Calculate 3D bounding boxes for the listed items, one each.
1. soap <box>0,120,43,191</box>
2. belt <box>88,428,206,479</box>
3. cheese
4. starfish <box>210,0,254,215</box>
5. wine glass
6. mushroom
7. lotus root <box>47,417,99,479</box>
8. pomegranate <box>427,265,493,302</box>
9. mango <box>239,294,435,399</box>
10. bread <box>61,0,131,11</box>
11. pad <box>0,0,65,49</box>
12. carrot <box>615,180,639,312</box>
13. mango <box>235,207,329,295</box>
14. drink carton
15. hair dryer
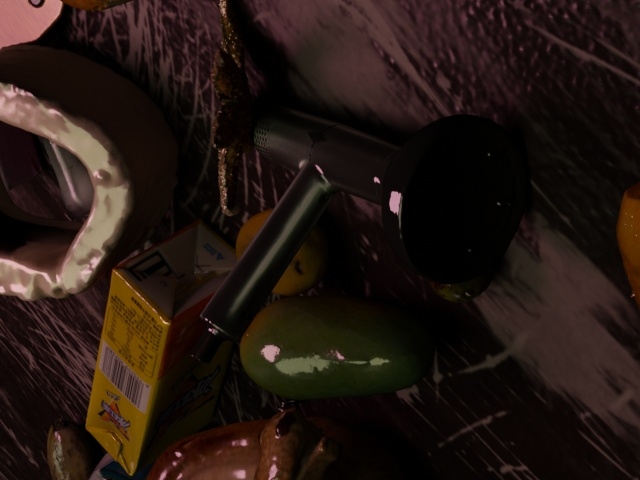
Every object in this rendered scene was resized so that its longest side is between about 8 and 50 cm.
[{"bbox_3d":[-0.497,-0.207,1.918,0.181,0.081,0.259,11,123,43],"label":"soap"},{"bbox_3d":[-0.154,0.432,1.929,0.436,0.173,0.300,26,134,37],"label":"belt"},{"bbox_3d":[-0.343,-0.078,1.696,0.332,0.153,0.292,16,117,21],"label":"cheese"},{"bbox_3d":[-0.093,-0.147,1.456,0.227,0.043,0.241,-174,81,-89],"label":"starfish"},{"bbox_3d":[-0.328,-0.110,1.806,0.072,0.072,0.155,-10,108,52],"label":"wine glass"},{"bbox_3d":[-0.069,0.344,1.615,0.345,0.345,0.259,41,180,21],"label":"mushroom"},{"bbox_3d":[-0.400,0.370,2.250,0.089,0.080,0.179,-137,36,-59],"label":"lotus root"},{"bbox_3d":[0.132,0.020,1.360,0.084,0.073,0.073,56,145,11],"label":"pomegranate"},{"bbox_3d":[0.021,0.112,1.496,0.251,0.156,0.114,-9,85,41],"label":"mango"},{"bbox_3d":[-0.233,-0.372,1.432,0.227,0.142,0.253,46,146,27],"label":"bread"},{"bbox_3d":[-0.477,-0.331,1.763,0.284,0.018,0.286,-38,86,30],"label":"pad"},{"bbox_3d":[0.329,0.084,1.142,0.114,0.114,0.302,3,121,49],"label":"carrot"},{"bbox_3d":[-0.049,0.015,1.571,0.103,0.076,0.161,60,153,-6],"label":"mango"},{"bbox_3d":[-0.197,0.144,1.772,0.111,0.154,0.351,42,142,21],"label":"drink carton"},{"bbox_3d":[0.020,0.010,1.352,0.320,0.155,0.284,10,83,50],"label":"hair dryer"}]
